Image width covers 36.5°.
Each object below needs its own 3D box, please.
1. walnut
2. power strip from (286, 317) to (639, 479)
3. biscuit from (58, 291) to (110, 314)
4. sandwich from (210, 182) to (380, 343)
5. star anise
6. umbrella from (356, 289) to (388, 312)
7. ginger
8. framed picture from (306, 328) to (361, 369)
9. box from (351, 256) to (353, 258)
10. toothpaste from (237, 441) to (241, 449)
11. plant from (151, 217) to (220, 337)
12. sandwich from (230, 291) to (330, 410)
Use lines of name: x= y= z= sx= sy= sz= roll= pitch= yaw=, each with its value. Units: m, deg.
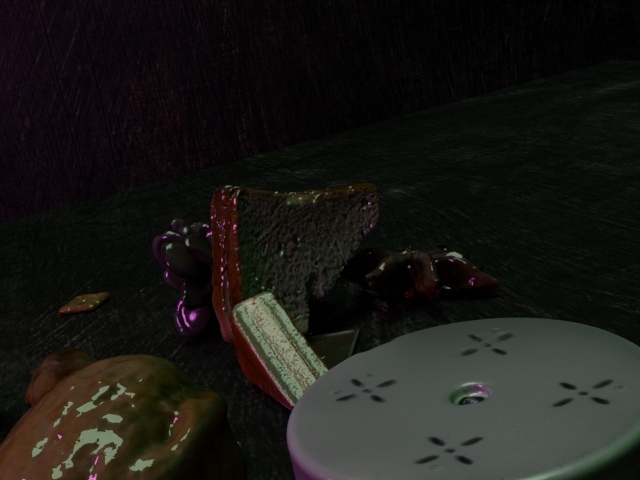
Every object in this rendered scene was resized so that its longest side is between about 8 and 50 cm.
walnut: x=-0.194 y=0.239 z=0.904 sx=0.283 sy=0.227 sz=0.283 roll=-46 pitch=0 yaw=0
power strip: x=0.149 y=0.208 z=0.860 sx=0.357 sy=0.161 sz=0.357 roll=-11 pitch=16 yaw=3
biscuit: x=-0.478 y=0.127 z=1.965 sx=0.083 sy=0.018 sz=0.081 roll=-8 pitch=16 yaw=18
sandwich: x=-0.034 y=0.034 z=1.509 sx=0.288 sy=0.254 sz=0.099 roll=-6 pitch=-1 yaw=-33
star anise: x=0.157 y=0.052 z=1.578 sx=0.288 sy=0.088 sz=0.288 roll=-2 pitch=8 yaw=0
umbrella: x=0.084 y=0.100 z=1.582 sx=0.020 sy=0.031 sz=0.083 roll=16 pitch=1 yaw=-30
ginger: x=-0.339 y=0.220 z=1.344 sx=0.109 sy=0.116 sz=0.263 roll=-57 pitch=30 yaw=-5
framed picture: x=-0.002 y=0.168 z=1.425 sx=0.109 sy=0.011 sz=0.149 roll=-9 pitch=15 yaw=13
box: x=0.000 y=0.000 z=1.779 sx=0.084 sy=0.154 sz=0.040 roll=-7 pitch=47 yaw=17
toothpaste: x=-0.287 y=0.284 z=1.137 sx=0.392 sy=0.061 sz=0.099 roll=-10 pitch=13 yaw=5
plant: x=-0.128 y=0.049 z=1.616 sx=0.276 sy=0.199 sz=0.188 roll=-12 pitch=9 yaw=-25
sandwich: x=-0.052 y=0.150 z=1.310 sx=0.079 sy=0.113 sz=0.163 roll=-24 pitch=23 yaw=-23
